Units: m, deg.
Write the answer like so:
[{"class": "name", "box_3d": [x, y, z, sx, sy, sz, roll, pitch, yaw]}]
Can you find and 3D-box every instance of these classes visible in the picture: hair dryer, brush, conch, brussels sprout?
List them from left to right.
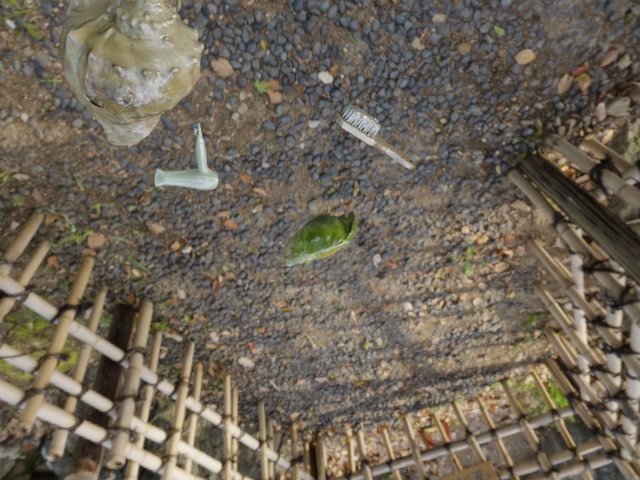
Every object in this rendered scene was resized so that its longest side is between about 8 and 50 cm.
[{"class": "conch", "box_3d": [-0.372, -0.318, 0.848, 0.263, 0.186, 0.324, 31, 113, -2]}, {"class": "hair dryer", "box_3d": [-0.438, -0.280, 1.523, 0.206, 0.075, 0.237, 1, 122, -23]}, {"class": "brussels sprout", "box_3d": [-0.002, -0.002, 1.053, 0.180, 0.139, 0.101, -13, 100, 0]}, {"class": "brush", "box_3d": [0.174, -0.296, 1.318, 0.327, 0.070, 0.065, 24, 124, -35]}]
